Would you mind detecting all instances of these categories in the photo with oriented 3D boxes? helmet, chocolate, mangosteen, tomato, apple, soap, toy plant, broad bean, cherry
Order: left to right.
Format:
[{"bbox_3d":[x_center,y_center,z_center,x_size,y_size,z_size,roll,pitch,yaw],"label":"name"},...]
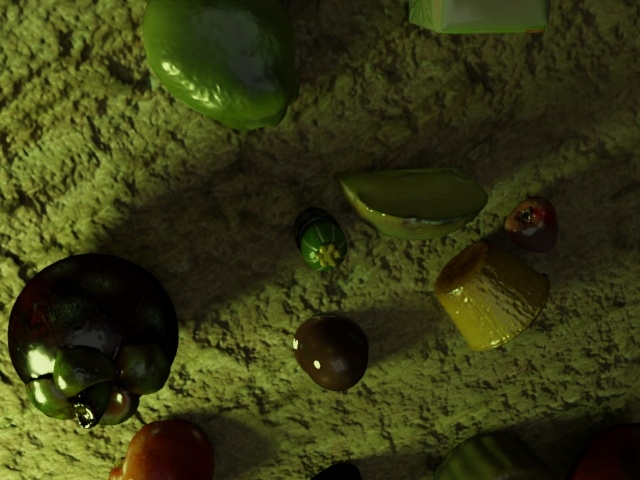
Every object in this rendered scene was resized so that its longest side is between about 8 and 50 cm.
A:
[{"bbox_3d":[-0.399,0.171,1.186,0.300,0.300,0.301,-4,112,-9],"label":"mangosteen"},{"bbox_3d":[-0.324,0.503,1.410,0.200,0.140,0.233,23,105,-25],"label":"tomato"},{"bbox_3d":[-0.155,-0.317,1.133,0.291,0.119,0.238,39,109,-19],"label":"broad bean"},{"bbox_3d":[0.000,0.000,1.262,0.092,0.162,0.093,-4,113,-9],"label":"toy plant"},{"bbox_3d":[0.028,0.241,1.396,0.155,0.106,0.175,-36,109,4],"label":"helmet"},{"bbox_3d":[0.047,0.673,1.569,0.148,0.126,0.344,8,118,28],"label":"chocolate"},{"bbox_3d":[0.176,-0.056,1.267,0.264,0.193,0.120,-4,122,-12],"label":"apple"},{"bbox_3d":[0.261,-0.424,1.136,0.199,0.182,0.139,-3,112,-9],"label":"soap"},{"bbox_3d":[0.426,-0.030,1.376,0.106,0.087,0.126,-23,132,-3],"label":"cherry"},{"bbox_3d":[0.701,0.612,1.558,0.328,0.295,0.365,-31,132,-18],"label":"apple"}]

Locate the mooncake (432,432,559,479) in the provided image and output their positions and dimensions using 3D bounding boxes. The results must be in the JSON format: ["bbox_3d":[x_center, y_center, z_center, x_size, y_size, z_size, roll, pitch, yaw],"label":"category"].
[{"bbox_3d":[0.403,0.595,1.575,0.290,0.161,0.291,-5,113,-11],"label":"mooncake"}]

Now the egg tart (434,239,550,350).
[{"bbox_3d":[0.340,0.105,1.356,0.215,0.215,0.171,-43,102,7],"label":"egg tart"}]
